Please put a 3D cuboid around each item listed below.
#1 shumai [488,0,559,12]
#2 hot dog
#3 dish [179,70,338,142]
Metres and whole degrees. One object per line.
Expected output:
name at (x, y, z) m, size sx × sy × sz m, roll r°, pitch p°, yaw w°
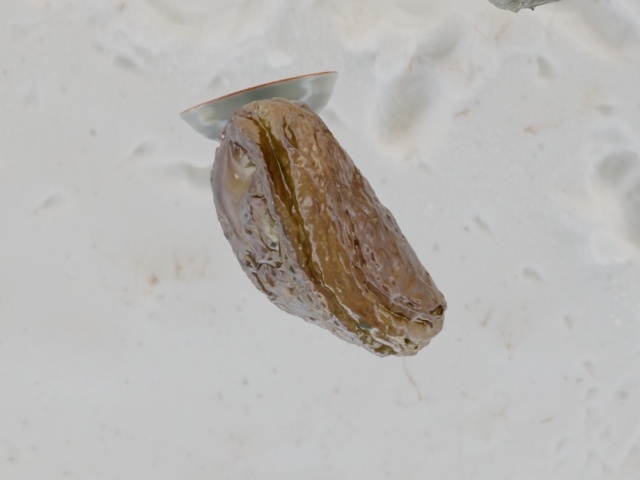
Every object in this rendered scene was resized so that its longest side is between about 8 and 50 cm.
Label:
shumai at (0.438, -0.499, 1.725) m, size 0.346 × 0.283 × 0.217 m, roll -25°, pitch 113°, yaw -6°
hot dog at (0.000, 0.000, 1.322) m, size 0.174 × 0.267 × 0.387 m, roll -44°, pitch 111°, yaw -20°
dish at (-0.087, -0.194, 1.650) m, size 0.260 × 0.260 × 0.085 m, roll -15°, pitch 94°, yaw 5°
